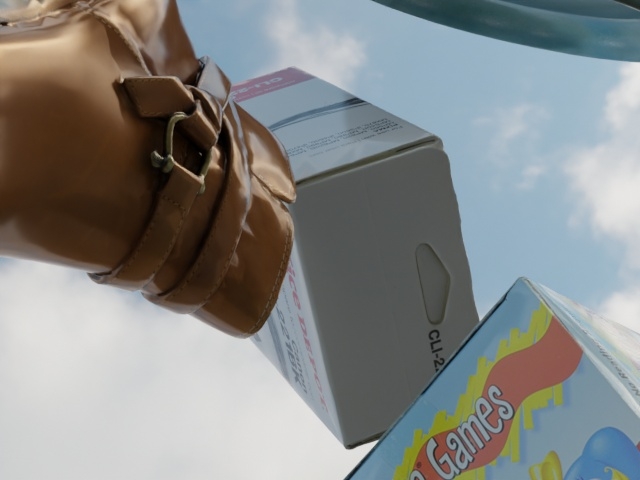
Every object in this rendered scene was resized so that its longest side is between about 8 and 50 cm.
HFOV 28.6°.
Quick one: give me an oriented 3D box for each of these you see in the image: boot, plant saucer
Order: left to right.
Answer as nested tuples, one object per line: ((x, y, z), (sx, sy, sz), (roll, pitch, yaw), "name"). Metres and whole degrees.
((-0.110, -0.013, 0.534), (0.220, 0.109, 0.283), (46, -146, -35), "boot")
((0.151, -0.203, 1.008), (0.318, 0.318, 0.043), (13, -86, -37), "plant saucer")

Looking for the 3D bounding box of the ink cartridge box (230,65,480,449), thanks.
((0.000, 0.000, 0.920), (0.114, 0.273, 0.197), (-20, -68, -16), "ink cartridge box")

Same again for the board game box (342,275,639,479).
((0.144, 0.144, 0.453), (0.275, 0.142, 0.144), (24, -68, -41), "board game box")
